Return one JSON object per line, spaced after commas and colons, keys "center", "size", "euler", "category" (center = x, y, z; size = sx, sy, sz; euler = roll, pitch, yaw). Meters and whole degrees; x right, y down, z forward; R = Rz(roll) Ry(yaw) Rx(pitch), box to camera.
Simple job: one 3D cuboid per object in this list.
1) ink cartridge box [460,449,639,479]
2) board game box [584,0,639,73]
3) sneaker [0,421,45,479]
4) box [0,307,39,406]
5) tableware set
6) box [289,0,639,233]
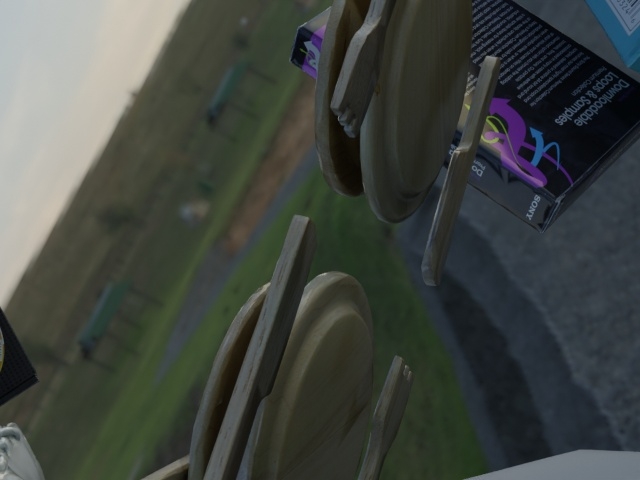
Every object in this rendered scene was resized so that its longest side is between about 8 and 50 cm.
{"center": [0.172, 0.247, 0.918], "size": [0.171, 0.168, 0.233], "euler": [-7, 89, 47], "category": "ink cartridge box"}
{"center": [0.254, -0.142, 0.916], "size": [0.079, 0.336, 0.254], "euler": [-47, 42, 26], "category": "board game box"}
{"center": [-0.212, 0.164, 0.958], "size": [0.297, 0.111, 0.129], "euler": [111, 157, -72], "category": "sneaker"}
{"center": [-0.349, 0.037, 1.107], "size": [0.216, 0.270, 0.060], "euler": [-33, 13, -33], "category": "box"}
{"center": [0.000, 0.000, 0.448], "size": [0.128, 0.039, 0.194], "euler": [58, -133, -63], "category": "tableware set"}
{"center": [0.082, -0.082, 0.838], "size": [0.116, 0.162, 0.029], "euler": [-39, -23, -40], "category": "box"}
